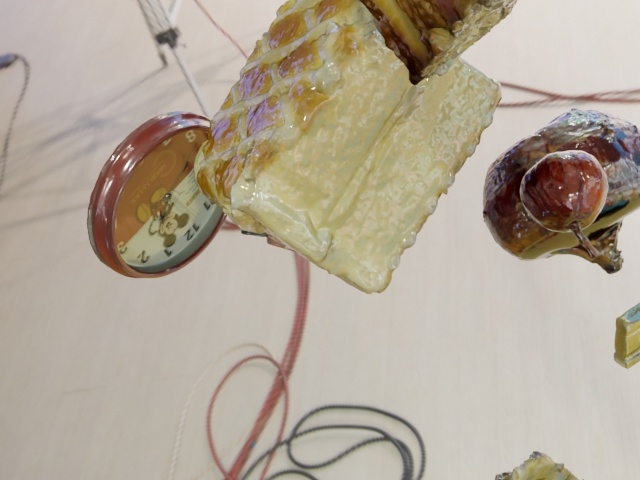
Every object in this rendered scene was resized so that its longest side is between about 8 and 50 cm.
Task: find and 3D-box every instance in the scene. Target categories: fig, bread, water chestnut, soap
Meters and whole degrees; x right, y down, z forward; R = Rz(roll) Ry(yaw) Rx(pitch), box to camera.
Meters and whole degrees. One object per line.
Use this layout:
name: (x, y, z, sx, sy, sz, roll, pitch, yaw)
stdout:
fig: (0.356, -0.058, 1.132, 0.128, 0.128, 0.150, 12, 103, 38)
bread: (0.013, -0.158, 1.155, 0.371, 0.279, 0.390, -56, 26, 3)
water chestnut: (0.493, -0.076, 1.472, 0.350, 0.350, 0.302, -28, 75, 10)
soap: (0.593, 0.125, 1.313, 0.252, 0.092, 0.037, -23, 31, -24)

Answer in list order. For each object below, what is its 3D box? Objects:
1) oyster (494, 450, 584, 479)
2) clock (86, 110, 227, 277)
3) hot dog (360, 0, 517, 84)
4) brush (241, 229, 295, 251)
oyster: (0.213, 0.325, 0.790, 0.111, 0.396, 0.204, -23, 64, 39)
clock: (-0.276, -0.079, 1.364, 0.080, 0.318, 0.318, 28, 73, 28)
hot dog: (0.066, -0.360, 0.697, 0.196, 0.365, 0.367, -38, 1, -5)
brush: (0.000, -0.001, 1.534, 0.323, 0.051, 0.070, 15, 22, 2)
